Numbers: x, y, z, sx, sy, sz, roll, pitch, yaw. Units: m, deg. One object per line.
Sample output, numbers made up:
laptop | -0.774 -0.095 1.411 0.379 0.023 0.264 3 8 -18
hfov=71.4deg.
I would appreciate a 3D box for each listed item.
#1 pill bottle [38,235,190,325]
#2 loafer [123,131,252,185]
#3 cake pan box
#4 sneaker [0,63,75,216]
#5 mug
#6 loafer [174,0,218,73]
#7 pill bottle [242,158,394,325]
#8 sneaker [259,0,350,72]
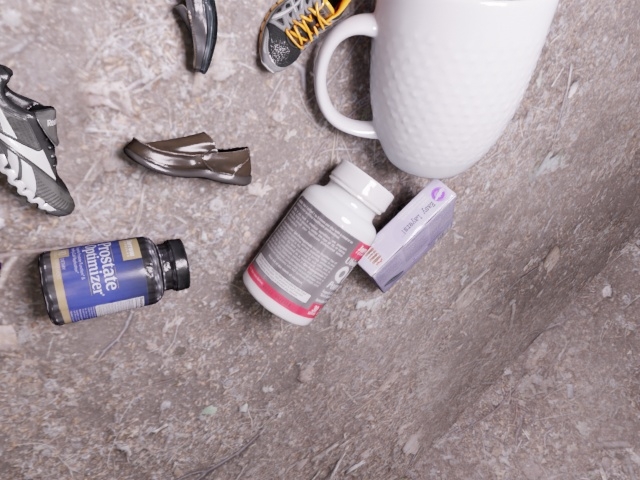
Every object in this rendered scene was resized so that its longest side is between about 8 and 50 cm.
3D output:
pill bottle | -0.343 0.060 0.760 0.219 0.123 0.123 -12 125 -27
loafer | -0.213 -0.147 0.748 0.220 0.080 0.078 4 107 -40
cake pan box | 0.209 -0.002 1.047 0.267 0.070 0.246 -45 161 1
sneaker | -0.404 -0.136 0.622 0.106 0.078 0.234 -30 129 -9
mug | 0.174 -0.289 0.792 0.373 0.276 0.328 -1 134 -4
loafer | -0.183 -0.336 0.656 0.061 0.062 0.170 5 114 -10
pill bottle | 0.000 0.000 0.904 0.176 0.176 0.319 30 100 -42
sneaker | -0.019 -0.363 0.719 0.215 0.083 0.084 -51 134 8
